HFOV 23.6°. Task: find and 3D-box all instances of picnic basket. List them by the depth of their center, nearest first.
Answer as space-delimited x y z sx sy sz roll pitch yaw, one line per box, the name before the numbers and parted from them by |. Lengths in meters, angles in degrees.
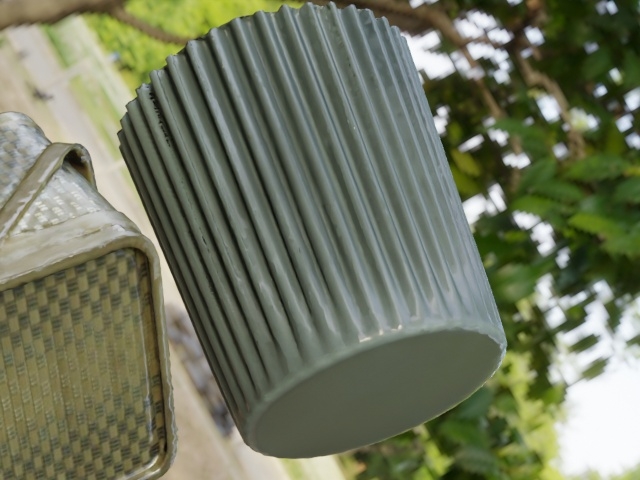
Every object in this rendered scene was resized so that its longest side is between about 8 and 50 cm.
picnic basket | -0.207 0.063 0.745 0.139 0.267 0.165 40 -38 44

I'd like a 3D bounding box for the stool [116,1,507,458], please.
stool | 0.000 0.000 1.410 0.297 0.297 0.330 66 2 -64
